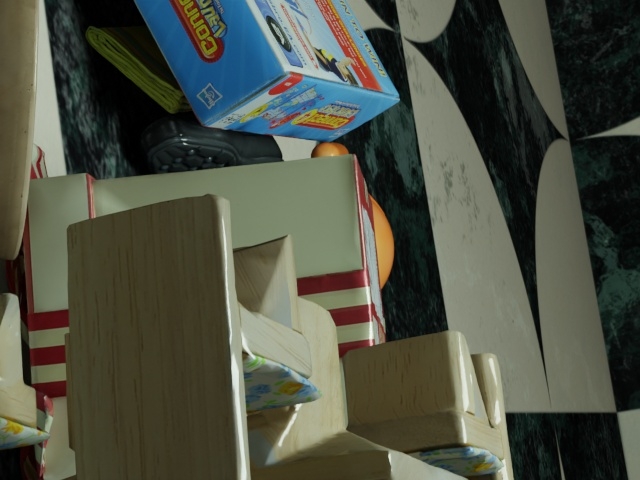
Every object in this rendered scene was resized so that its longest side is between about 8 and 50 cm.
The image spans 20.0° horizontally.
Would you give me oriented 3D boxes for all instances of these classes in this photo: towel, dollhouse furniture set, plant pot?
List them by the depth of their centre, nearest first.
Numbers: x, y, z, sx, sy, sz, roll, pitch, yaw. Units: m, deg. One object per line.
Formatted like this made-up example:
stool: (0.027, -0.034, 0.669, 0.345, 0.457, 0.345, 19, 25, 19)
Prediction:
dollhouse furniture set: (-0.128, 0.177, 0.866, 0.362, 0.394, 0.256, 32, 50, -64)
plant pot: (-0.233, -0.109, 1.101, 0.237, 0.110, 0.237, -177, -90, -78)
towel: (-0.117, -0.158, 1.578, 0.102, 0.021, 0.237, 41, 18, 8)

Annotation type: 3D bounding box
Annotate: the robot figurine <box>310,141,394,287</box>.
robot figurine: (0.000, -0.002, 1.681, 0.128, 0.158, 0.219, 40, 4, -12)

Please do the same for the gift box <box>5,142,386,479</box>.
gift box: (-0.088, 0.061, 1.244, 0.276, 0.258, 0.255, 64, 21, -76)

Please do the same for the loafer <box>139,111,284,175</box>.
loafer: (-0.101, -0.089, 1.597, 0.078, 0.076, 0.223, 67, 19, 11)

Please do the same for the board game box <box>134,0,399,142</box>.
board game box: (-0.080, -0.240, 1.573, 0.308, 0.086, 0.302, 62, 17, 10)
